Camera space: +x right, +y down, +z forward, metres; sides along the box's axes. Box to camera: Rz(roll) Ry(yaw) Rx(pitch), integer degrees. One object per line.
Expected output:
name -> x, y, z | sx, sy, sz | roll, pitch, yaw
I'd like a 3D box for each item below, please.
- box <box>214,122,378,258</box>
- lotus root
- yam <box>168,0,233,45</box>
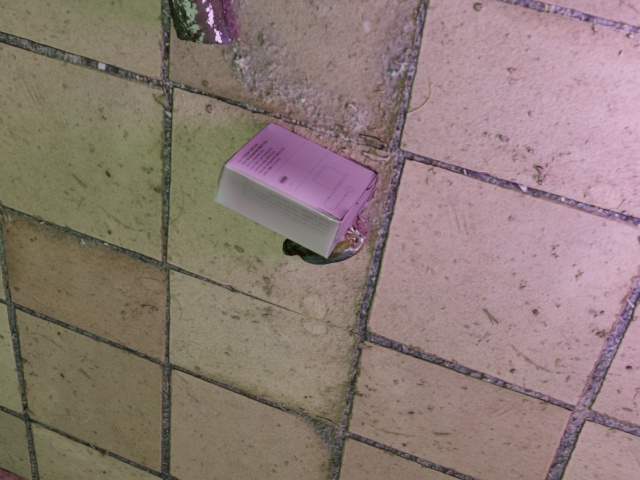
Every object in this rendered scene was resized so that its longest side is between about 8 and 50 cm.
box -> -0.043, -0.104, 1.522 | 0.252, 0.203, 0.106 | 27, 129, 7
lotus root -> 0.000, 0.000, 1.640 | 0.192, 0.088, 0.113 | -11, 138, 38
yam -> -0.230, -0.446, 1.459 | 0.107, 0.107, 0.183 | 4, 119, 23
